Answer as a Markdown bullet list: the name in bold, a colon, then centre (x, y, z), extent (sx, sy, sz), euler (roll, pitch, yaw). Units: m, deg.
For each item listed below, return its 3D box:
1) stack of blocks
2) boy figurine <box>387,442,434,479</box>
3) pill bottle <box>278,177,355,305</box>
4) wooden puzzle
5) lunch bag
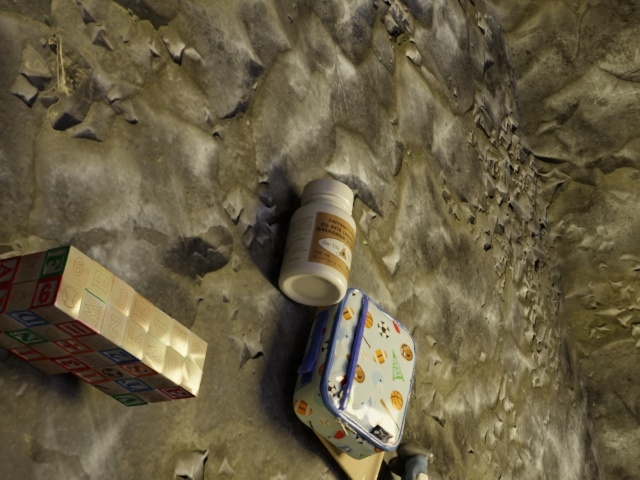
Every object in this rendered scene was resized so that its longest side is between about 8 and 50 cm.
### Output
- **stack of blocks**: centre (-0.311, 0.126, 1.414), extent (0.297, 0.171, 0.087), euler (44, 44, -45)
- **boy figurine**: centre (0.168, 0.552, 2.105), extent (0.092, 0.177, 0.285), euler (23, 39, -4)
- **pill bottle**: centre (0.000, 0.000, 2.026), extent (0.131, 0.131, 0.229), euler (46, 42, -42)
- **wooden puzzle**: centre (0.053, 0.346, 2.087), extent (0.239, 0.044, 0.221), euler (52, 38, -28)
- **lunch bag**: centre (0.066, 0.256, 2.009), extent (0.243, 0.115, 0.303), euler (43, 42, -29)
